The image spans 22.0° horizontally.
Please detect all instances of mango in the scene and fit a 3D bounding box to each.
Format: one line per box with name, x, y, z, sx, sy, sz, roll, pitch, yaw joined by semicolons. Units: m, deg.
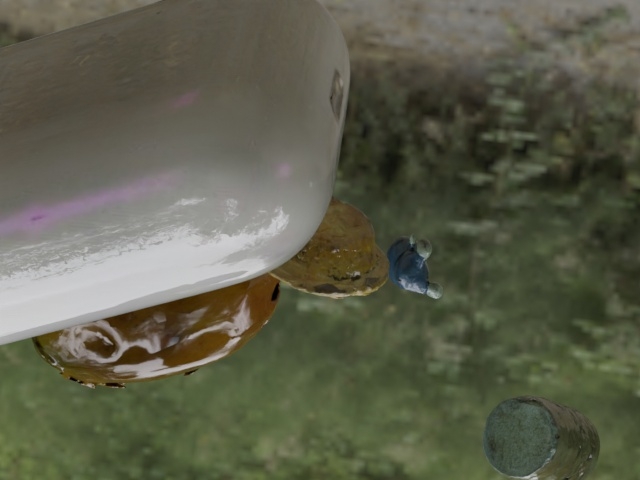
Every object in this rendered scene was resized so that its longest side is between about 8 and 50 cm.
mango;-0.154;0.057;1.516;0.249;0.156;0.151;-19;-153;21

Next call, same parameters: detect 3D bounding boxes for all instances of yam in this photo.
yam;0.255;0.236;1.922;0.107;0.107;0.194;6;171;23

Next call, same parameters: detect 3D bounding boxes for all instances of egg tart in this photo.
egg tart;0.000;0.000;1.361;0.129;0.049;0.129;13;-149;-8

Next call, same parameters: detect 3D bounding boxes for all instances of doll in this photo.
doll;0.102;0.026;1.871;0.050;0.076;0.083;-13;-165;-8

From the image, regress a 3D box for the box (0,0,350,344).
box;-0.152;-0.055;1.141;0.349;0.141;0.288;-15;-148;15
